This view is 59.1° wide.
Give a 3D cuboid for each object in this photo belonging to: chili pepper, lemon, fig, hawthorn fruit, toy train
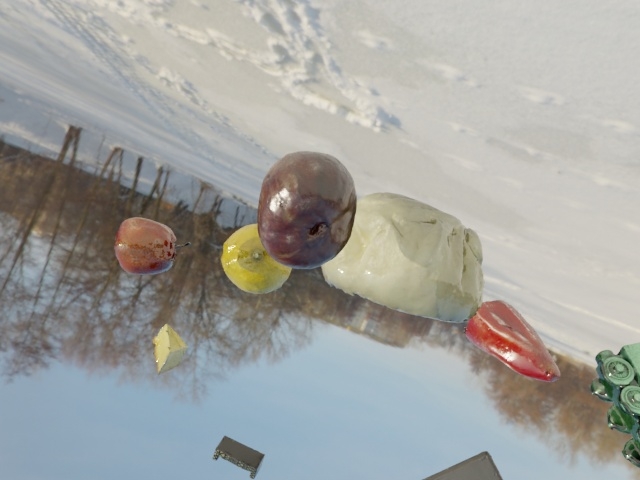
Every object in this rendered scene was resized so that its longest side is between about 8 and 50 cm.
[{"bbox_3d":[0.435,0.231,1.274,0.144,0.136,0.253,50,-178,-24],"label":"chili pepper"},{"bbox_3d":[-0.201,0.059,1.815,0.233,0.234,0.288,24,176,-6],"label":"lemon"},{"bbox_3d":[-0.018,-0.069,0.871,0.145,0.170,0.274,2,-156,-1],"label":"fig"},{"bbox_3d":[-0.448,0.016,1.515,0.194,0.157,0.157,0,-176,-12],"label":"hawthorn fruit"},{"bbox_3d":[0.424,0.210,0.720,0.111,0.170,0.071,-11,137,-1],"label":"toy train"}]

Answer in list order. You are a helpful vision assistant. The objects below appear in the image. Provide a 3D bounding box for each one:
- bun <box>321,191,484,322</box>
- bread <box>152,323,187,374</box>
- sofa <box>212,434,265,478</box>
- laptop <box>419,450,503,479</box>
[{"bbox_3d":[0.173,0.026,1.129,0.359,0.211,0.360,18,-179,0],"label":"bun"},{"bbox_3d":[-0.408,0.273,1.464,0.109,0.084,0.080,42,-160,19],"label":"bread"},{"bbox_3d":[-0.203,0.539,1.404,0.118,0.039,0.060,22,-159,9],"label":"sofa"},{"bbox_3d":[0.317,0.569,1.254,0.135,0.197,0.016,63,-167,21],"label":"laptop"}]
